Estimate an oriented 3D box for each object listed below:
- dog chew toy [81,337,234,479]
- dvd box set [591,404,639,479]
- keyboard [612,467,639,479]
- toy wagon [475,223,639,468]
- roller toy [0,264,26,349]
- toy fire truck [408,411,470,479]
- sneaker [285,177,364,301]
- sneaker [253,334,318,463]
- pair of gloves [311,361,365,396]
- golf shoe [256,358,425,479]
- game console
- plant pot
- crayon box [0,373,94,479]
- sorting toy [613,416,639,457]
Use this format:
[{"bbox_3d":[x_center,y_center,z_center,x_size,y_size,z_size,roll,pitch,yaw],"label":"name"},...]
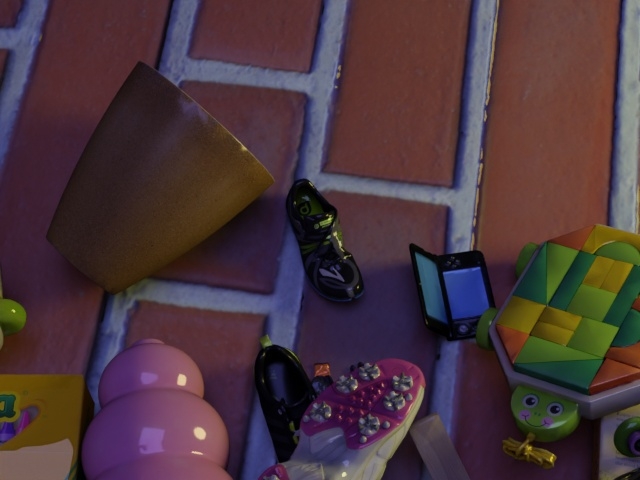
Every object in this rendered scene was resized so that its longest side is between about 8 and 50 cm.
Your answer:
[{"bbox_3d":[-0.194,0.270,1.492,0.206,0.207,0.332,-8,57,-3],"label":"dog chew toy"},{"bbox_3d":[0.468,0.318,1.463,0.307,0.062,0.420,9,47,5],"label":"dvd box set"},{"bbox_3d":[0.374,0.334,1.381,0.317,0.033,0.202,-20,58,-21],"label":"keyboard"},{"bbox_3d":[0.327,0.126,1.552,0.267,0.068,0.344,16,55,32],"label":"toy wagon"},{"bbox_3d":[-0.498,0.075,1.575,0.191,0.209,0.146,-25,60,30],"label":"roller toy"},{"bbox_3d":[0.128,0.355,1.488,0.217,0.159,0.246,-13,46,-11],"label":"toy fire truck"},{"bbox_3d":[0.000,0.000,1.673,0.067,0.078,0.188,-21,68,-9],"label":"sneaker"},{"bbox_3d":[-0.031,0.229,1.551,0.084,0.097,0.235,-26,71,-5],"label":"sneaker"},{"bbox_3d":[0.028,0.192,1.621,0.083,0.010,0.074,-2,65,0],"label":"pair of gloves"},{"bbox_3d":[0.023,0.271,1.481,0.115,0.140,0.306,23,57,35],"label":"golf shoe"},{"bbox_3d":[0.176,0.063,1.647,0.107,0.071,0.122,-8,66,-3],"label":"game console"},{"bbox_3d":[-0.229,-0.060,1.641,0.237,0.237,0.254,39,86,16],"label":"plant pot"},{"bbox_3d":[-0.469,0.323,1.509,0.362,0.106,0.313,0,66,-1],"label":"crayon box"},{"bbox_3d":[0.395,0.231,1.450,0.101,0.042,0.061,0,108,-6],"label":"sorting toy"}]
